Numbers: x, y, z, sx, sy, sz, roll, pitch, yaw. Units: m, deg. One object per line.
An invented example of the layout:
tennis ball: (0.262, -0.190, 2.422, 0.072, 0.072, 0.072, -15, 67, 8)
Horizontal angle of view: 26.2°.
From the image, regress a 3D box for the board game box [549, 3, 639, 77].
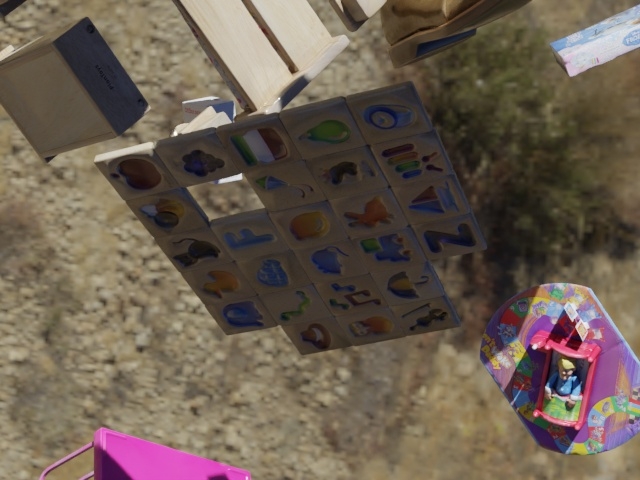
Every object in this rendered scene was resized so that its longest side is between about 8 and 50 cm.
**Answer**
board game box: (0.231, -0.161, 1.090, 0.090, 0.090, 0.020, -80, 145, -75)

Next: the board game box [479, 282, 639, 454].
board game box: (0.219, 0.125, 1.252, 0.168, 0.133, 0.033, 57, 30, 1)

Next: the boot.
boot: (0.139, -0.263, 1.371, 0.112, 0.305, 0.115, -21, 93, -27)

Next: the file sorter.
file sorter: (-0.265, 0.437, 2.052, 0.291, 0.182, 0.202, 25, 47, -39)

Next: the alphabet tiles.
alphabet tiles: (0.000, 0.000, 0.867, 0.237, 0.198, 0.009, 58, 26, -48)

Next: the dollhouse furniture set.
dollhouse furniture set: (-0.160, -0.248, 1.368, 0.355, 0.174, 0.303, -46, 112, -30)

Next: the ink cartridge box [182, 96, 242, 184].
ink cartridge box: (-0.165, -0.153, 2.089, 0.052, 0.088, 0.122, -11, 104, -30)
